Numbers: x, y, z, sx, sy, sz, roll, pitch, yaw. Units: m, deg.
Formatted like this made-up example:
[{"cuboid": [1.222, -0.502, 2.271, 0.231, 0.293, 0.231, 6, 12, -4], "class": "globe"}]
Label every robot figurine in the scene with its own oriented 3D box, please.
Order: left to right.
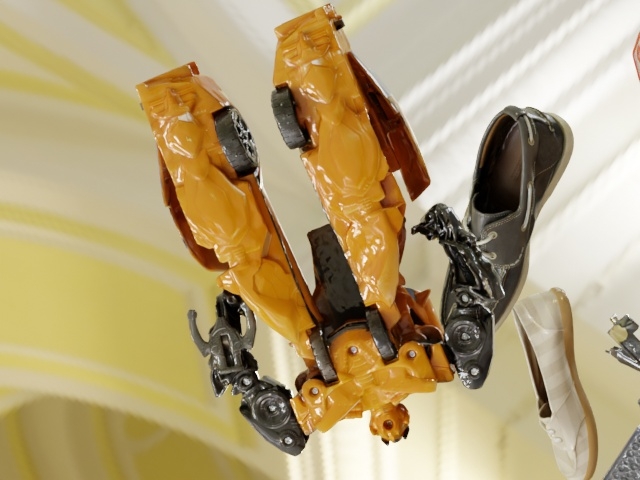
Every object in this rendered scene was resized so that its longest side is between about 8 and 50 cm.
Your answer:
[{"cuboid": [0.000, 0.000, 1.142, 0.211, 0.291, 0.085, -21, 8, 11], "class": "robot figurine"}]

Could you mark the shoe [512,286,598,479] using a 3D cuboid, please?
[{"cuboid": [0.251, 0.161, 1.824, 0.058, 0.076, 0.219, -13, -81, -15], "class": "shoe"}]

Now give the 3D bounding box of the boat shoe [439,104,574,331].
[{"cuboid": [0.155, -0.013, 1.559, 0.079, 0.084, 0.233, 6, -73, -54], "class": "boat shoe"}]

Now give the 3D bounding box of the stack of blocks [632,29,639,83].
[{"cuboid": [0.472, -0.210, 1.645, 0.297, 0.087, 0.171, -6, -28, -6], "class": "stack of blocks"}]

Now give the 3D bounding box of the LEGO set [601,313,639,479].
[{"cuboid": [0.248, 0.229, 1.117, 0.192, 0.255, 0.331, -30, -35, -60], "class": "LEGO set"}]
